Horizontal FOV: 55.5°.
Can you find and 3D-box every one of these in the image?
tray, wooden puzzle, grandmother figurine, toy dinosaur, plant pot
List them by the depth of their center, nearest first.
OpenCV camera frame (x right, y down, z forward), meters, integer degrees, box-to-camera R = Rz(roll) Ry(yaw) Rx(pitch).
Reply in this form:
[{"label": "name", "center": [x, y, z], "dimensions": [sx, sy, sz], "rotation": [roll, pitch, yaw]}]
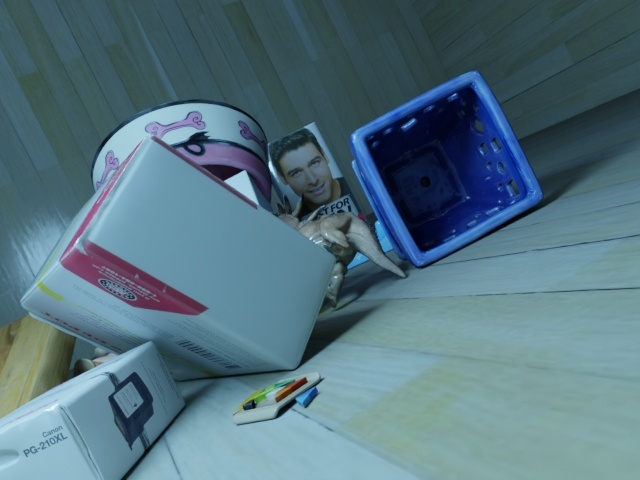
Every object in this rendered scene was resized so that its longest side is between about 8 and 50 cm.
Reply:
[{"label": "wooden puzzle", "center": [-0.044, 0.151, 0.589], "dimensions": [0.116, 0.014, 0.078], "rotation": [-24, 4, 35]}, {"label": "tray", "center": [-0.514, 0.249, 0.961], "dimensions": [0.203, 0.076, 0.411], "rotation": [-26, 24, -5]}, {"label": "toy dinosaur", "center": [0.000, 0.000, 0.989], "dimensions": [0.295, 0.127, 0.200], "rotation": [-4, 29, 26]}, {"label": "plant pot", "center": [0.190, -0.104, 1.020], "dimensions": [0.236, 0.236, 0.212], "rotation": [-27, -3, -4]}, {"label": "grandmother figurine", "center": [-0.376, 0.238, 1.286], "dimensions": [0.207, 0.104, 0.342], "rotation": [7, 8, 14]}]

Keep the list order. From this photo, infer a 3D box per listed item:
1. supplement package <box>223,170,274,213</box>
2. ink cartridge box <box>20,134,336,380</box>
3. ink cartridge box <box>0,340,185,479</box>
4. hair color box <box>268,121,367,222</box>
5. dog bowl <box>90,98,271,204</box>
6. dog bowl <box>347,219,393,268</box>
[{"label": "supplement package", "center": [-0.178, 0.029, 1.252], "dimensions": [0.204, 0.262, 0.145], "rotation": [-26, -33, 4]}, {"label": "ink cartridge box", "center": [-0.210, 0.057, 0.820], "dimensions": [0.384, 0.279, 0.160], "rotation": [-22, 40, 53]}, {"label": "ink cartridge box", "center": [-0.277, 0.214, 0.670], "dimensions": [0.172, 0.100, 0.237], "rotation": [-26, 2, 6]}, {"label": "hair color box", "center": [-0.016, -0.133, 1.783], "dimensions": [0.185, 0.374, 0.113], "rotation": [-27, -6, -8]}, {"label": "dog bowl", "center": [-0.290, -0.110, 1.364], "dimensions": [0.408, 0.150, 0.408], "rotation": [-16, -33, -11]}, {"label": "dog bowl", "center": [0.130, -0.011, 1.390], "dimensions": [0.297, 0.074, 0.166], "rotation": [-25, 3, 15]}]
